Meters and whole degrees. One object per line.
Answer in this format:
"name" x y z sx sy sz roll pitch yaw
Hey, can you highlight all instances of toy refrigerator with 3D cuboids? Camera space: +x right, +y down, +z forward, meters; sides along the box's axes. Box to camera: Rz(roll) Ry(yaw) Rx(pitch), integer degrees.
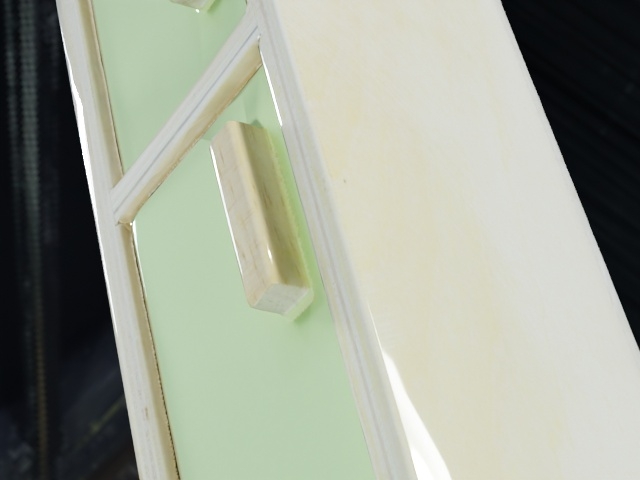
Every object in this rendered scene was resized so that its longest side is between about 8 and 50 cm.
"toy refrigerator" 0.000 0.000 0.419 0.094 0.269 0.102 12 -42 -33
